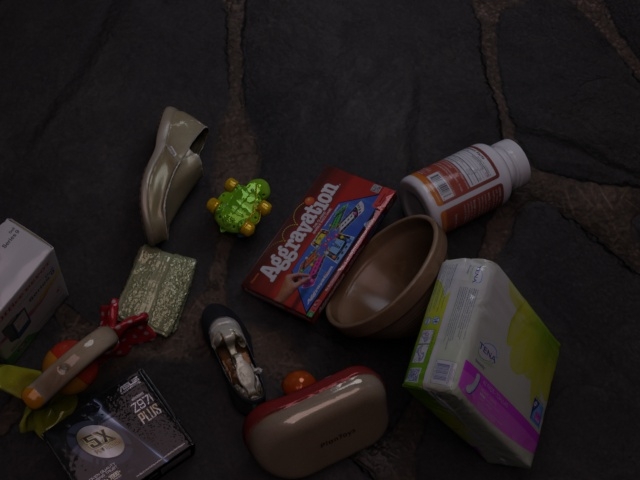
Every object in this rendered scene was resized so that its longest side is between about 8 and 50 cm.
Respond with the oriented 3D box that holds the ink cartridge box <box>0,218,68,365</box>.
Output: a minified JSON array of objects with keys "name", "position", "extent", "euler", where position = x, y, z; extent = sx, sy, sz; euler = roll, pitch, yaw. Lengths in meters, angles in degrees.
[{"name":"ink cartridge box","position":[-0.476,0.084,1.469],"extent":[0.093,0.212,0.154],"euler":[31,65,7]}]

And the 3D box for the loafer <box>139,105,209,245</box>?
[{"name":"loafer","position":[-0.249,-0.114,1.648],"extent":[0.092,0.102,0.268],"euler":[6,63,0]}]

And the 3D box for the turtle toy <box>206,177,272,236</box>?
[{"name":"turtle toy","position":[-0.132,-0.059,1.656],"extent":[0.095,0.066,0.130],"euler":[35,66,8]}]

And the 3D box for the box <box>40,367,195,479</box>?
[{"name":"box","position":[-0.304,0.309,1.461],"extent":[0.180,0.077,0.147],"euler":[-33,72,-19]}]

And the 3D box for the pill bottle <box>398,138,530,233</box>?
[{"name":"pill bottle","position":[0.256,-0.096,1.690],"extent":[0.216,0.121,0.121],"euler":[-25,71,-17]}]

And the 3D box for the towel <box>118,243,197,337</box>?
[{"name":"towel","position":[-0.272,0.082,1.597],"extent":[0.110,0.027,0.148],"euler":[18,65,1]}]

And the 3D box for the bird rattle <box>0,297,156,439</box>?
[{"name":"bird rattle","position":[-0.362,0.192,1.451],"extent":[0.253,0.207,0.143],"euler":[-33,91,-10]}]

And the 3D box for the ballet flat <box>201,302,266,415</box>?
[{"name":"ballet flat","position":[-0.137,0.182,1.544],"extent":[0.074,0.074,0.203],"euler":[-18,69,-14]}]

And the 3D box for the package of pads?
[{"name":"package of pads","position":[0.260,0.187,1.480],"extent":[0.101,0.296,0.229],"euler":[-1,58,38]}]

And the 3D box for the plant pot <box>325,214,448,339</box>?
[{"name":"plant pot","position":[0.130,0.079,1.565],"extent":[0.110,0.237,0.237],"euler":[43,64,-22]}]

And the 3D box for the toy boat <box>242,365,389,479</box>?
[{"name":"toy boat","position":[-0.016,0.262,1.502],"extent":[0.231,0.151,0.151],"euler":[-22,40,-16]}]

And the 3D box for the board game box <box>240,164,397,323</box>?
[{"name":"board game box","position":[0.000,0.000,1.645],"extent":[0.145,0.027,0.281],"euler":[22,63,25]}]
